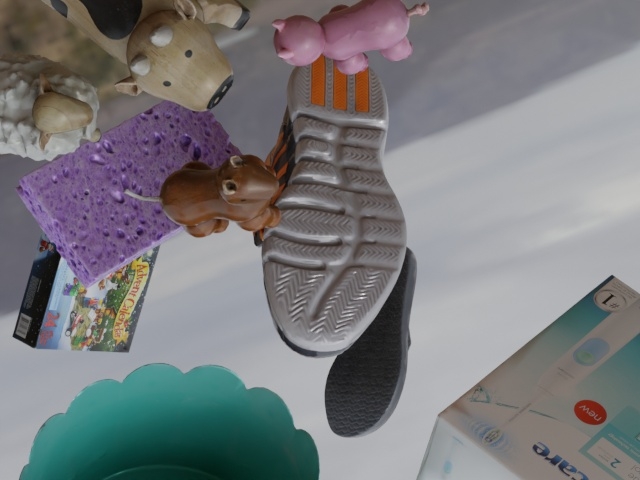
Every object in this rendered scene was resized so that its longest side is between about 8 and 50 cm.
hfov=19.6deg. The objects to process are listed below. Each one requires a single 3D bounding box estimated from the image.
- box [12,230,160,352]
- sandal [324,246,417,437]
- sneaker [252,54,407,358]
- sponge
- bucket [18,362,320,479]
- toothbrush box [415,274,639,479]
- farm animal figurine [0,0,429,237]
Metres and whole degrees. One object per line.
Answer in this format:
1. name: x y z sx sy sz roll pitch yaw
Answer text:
1. box: -0.261 0.015 2.175 0.044 0.233 0.159 22 -171 37
2. sandal: 0.075 0.127 2.301 0.097 0.254 0.054 9 166 27
3. sneaker: 0.000 0.000 1.680 0.124 0.321 0.180 13 142 -7
4. sponge: -0.170 -0.053 1.742 0.210 0.117 0.031 -32 177 -33
5. bucket: -0.138 0.266 1.663 0.281 0.281 0.183 -22 153 -22
6. toothbrush box: 0.264 0.194 1.756 0.295 0.216 0.126 -33 150 -38
7. farm animal figurine: -0.103 -0.178 1.389 0.327 0.330 0.172 24 -174 24
